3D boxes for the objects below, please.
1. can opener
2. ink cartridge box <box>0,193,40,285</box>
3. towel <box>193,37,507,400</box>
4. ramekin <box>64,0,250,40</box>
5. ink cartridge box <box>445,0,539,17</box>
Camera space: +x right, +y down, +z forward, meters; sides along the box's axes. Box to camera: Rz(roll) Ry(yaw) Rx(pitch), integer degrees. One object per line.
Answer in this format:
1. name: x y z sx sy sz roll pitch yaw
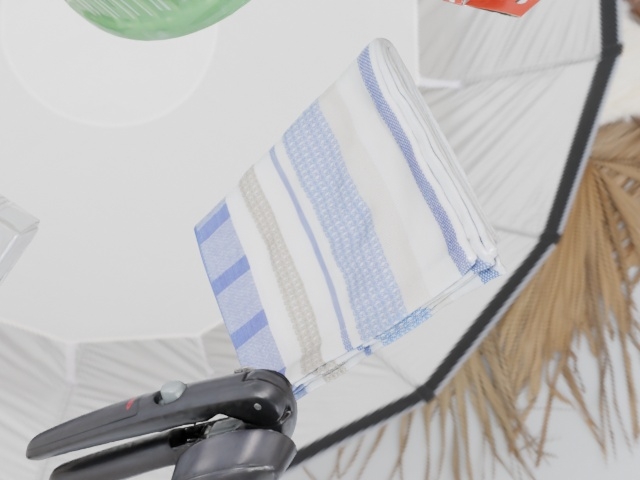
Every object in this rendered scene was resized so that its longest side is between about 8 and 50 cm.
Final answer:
1. can opener: -0.094 0.109 0.442 0.073 0.186 0.059 -40 -65 -60
2. ink cartridge box: -0.555 -0.013 0.992 0.308 0.223 0.129 35 -177 -11
3. towel: 0.000 0.000 0.640 0.034 0.285 0.209 0 -120 -45
4. ramekin: -0.157 -0.336 0.652 0.303 0.303 0.148 53 -167 22
5. ink cartridge box: 0.092 -0.182 0.516 0.115 0.063 0.029 24 138 28
